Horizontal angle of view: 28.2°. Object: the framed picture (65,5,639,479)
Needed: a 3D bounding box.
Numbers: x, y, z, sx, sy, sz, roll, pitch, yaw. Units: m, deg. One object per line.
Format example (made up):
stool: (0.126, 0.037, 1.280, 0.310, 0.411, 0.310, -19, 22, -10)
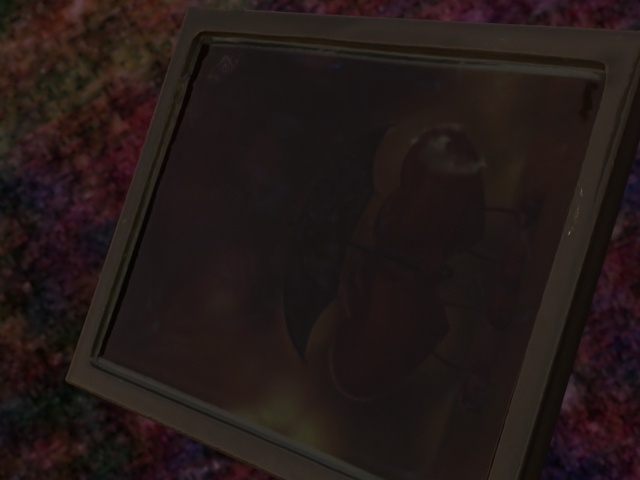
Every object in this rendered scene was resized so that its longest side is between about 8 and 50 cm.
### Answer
framed picture: (0.000, 0.000, 0.574, 0.289, 0.020, 0.211, 14, 85, 46)
